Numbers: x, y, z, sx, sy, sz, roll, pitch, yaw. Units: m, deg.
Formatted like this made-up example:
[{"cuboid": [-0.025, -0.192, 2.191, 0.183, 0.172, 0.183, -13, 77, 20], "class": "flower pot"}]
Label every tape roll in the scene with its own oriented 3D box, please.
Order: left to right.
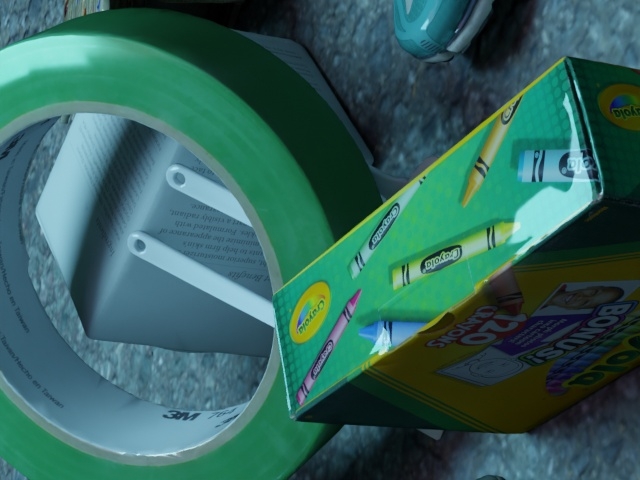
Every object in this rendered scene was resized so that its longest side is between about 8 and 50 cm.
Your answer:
[{"cuboid": [-0.113, 0.018, 1.251, 0.321, 0.077, 0.321, 9, 112, 24], "class": "tape roll"}]

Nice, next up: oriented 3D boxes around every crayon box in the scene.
[{"cuboid": [0.116, 0.014, 1.051, 0.278, 0.165, 0.081, -40, 52, 47], "class": "crayon box"}]

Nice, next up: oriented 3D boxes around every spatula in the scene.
[{"cuboid": [0.000, 0.000, 1.244, 0.242, 0.019, 0.168, 29, 119, 15], "class": "spatula"}]

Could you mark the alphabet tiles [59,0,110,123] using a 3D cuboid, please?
[{"cuboid": [-0.174, -0.193, 1.479, 0.237, 0.009, 0.198, 119, 152, -61], "class": "alphabet tiles"}]

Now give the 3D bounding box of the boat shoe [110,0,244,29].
[{"cuboid": [-0.091, -0.212, 1.472, 0.123, 0.123, 0.342, 48, 131, 39], "class": "boat shoe"}]

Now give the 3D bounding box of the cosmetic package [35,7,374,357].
[{"cuboid": [-0.085, -0.037, 1.392, 0.183, 0.151, 0.151, -62, 37, 28], "class": "cosmetic package"}]

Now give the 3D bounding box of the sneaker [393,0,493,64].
[{"cuboid": [0.056, -0.243, 1.251, 0.107, 0.110, 0.275, -21, 67, 54], "class": "sneaker"}]

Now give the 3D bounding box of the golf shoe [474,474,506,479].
[{"cuboid": [0.031, 0.254, 1.182, 0.105, 0.120, 0.272, 47, 124, 49], "class": "golf shoe"}]
